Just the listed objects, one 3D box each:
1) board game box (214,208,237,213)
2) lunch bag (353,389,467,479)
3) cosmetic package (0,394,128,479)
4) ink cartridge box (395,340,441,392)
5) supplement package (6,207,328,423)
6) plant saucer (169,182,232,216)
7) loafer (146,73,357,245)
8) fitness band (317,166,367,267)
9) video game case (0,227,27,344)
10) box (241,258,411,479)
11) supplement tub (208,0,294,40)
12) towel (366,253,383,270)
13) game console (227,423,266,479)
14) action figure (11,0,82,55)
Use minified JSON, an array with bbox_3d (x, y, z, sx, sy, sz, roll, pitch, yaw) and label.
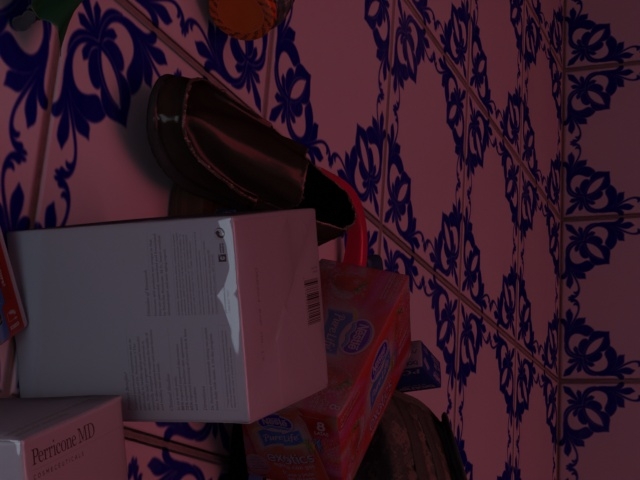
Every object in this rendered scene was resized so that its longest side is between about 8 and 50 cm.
[{"bbox_3d":[-0.138,0.078,1.482,0.201,0.035,0.136,-54,129,-30],"label":"board game box"},{"bbox_3d":[0.137,0.376,1.841,0.287,0.169,0.235,30,38,-45],"label":"lunch bag"},{"bbox_3d":[-0.270,0.335,1.081,0.197,0.155,0.365,-19,106,-72],"label":"cosmetic package"},{"bbox_3d":[0.070,0.202,1.827,0.097,0.207,0.046,48,36,-55],"label":"ink cartridge box"},{"bbox_3d":[-0.155,0.074,1.253,0.198,0.263,0.199,-10,96,-66],"label":"supplement package"},{"bbox_3d":[-0.099,-0.011,1.615,0.278,0.041,0.277,19,67,-54],"label":"plant saucer"},{"bbox_3d":[-0.074,-0.104,1.519,0.366,0.130,0.133,35,54,-48],"label":"loafer"},{"bbox_3d":[0.000,0.000,1.899,0.291,0.054,0.208,25,67,-63],"label":"fitness band"},{"bbox_3d":[-0.371,0.042,1.056,0.285,0.025,0.204,-44,126,-60],"label":"video game case"},{"bbox_3d":[0.014,0.177,1.630,0.300,0.142,0.154,-58,151,-49],"label":"box"},{"bbox_3d":[-0.083,-0.368,1.664,0.190,0.117,0.117,-70,148,-43],"label":"supplement tub"},{"bbox_3d":[0.078,0.062,2.092,0.119,0.029,0.067,-16,102,-66],"label":"towel"},{"bbox_3d":[-0.078,0.232,1.692,0.213,0.044,0.361,46,46,-56],"label":"game console"},{"bbox_3d":[-0.269,-0.316,1.291,0.232,0.064,0.137,-63,141,-43],"label":"action figure"}]
